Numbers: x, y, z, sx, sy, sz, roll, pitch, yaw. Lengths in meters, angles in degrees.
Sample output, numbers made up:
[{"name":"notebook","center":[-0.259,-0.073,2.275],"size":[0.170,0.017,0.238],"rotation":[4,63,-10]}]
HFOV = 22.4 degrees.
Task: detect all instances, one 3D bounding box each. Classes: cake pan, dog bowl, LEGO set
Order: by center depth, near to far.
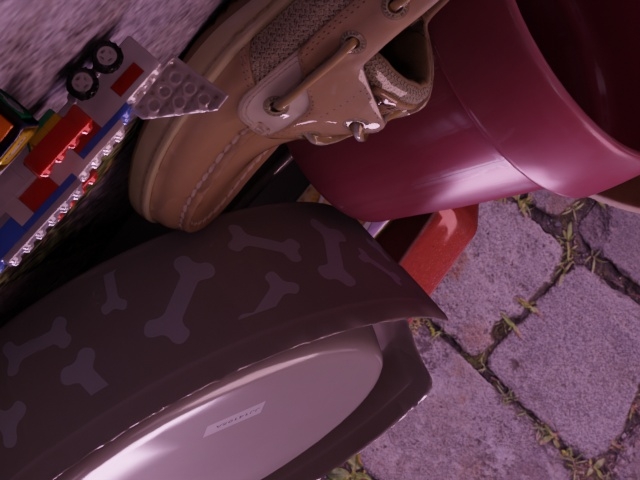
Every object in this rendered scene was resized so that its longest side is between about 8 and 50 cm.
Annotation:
[{"name":"LEGO set","center":[-0.137,0.017,0.610],"size":[0.244,0.060,0.182],"rotation":[-50,180,37]},{"name":"dog bowl","center":[-0.087,0.102,0.993],"size":[0.348,0.102,0.349],"rotation":[-27,161,-10]},{"name":"cake pan","center":[-0.065,-0.026,1.110],"size":[0.293,0.054,0.293],"rotation":[-47,177,-3]}]

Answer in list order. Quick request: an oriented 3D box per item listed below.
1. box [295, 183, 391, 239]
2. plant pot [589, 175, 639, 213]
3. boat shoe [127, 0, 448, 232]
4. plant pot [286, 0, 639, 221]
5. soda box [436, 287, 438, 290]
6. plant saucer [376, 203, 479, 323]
[{"name":"box","center":[0.000,0.000,1.238],"size":[0.324,0.067,0.063],"rotation":[-48,177,42]},{"name":"plant pot","center":[0.295,-0.236,1.381],"size":[0.305,0.334,0.334],"rotation":[-58,-179,-20]},{"name":"boat shoe","center":[0.007,-0.092,0.790],"size":[0.302,0.098,0.109],"rotation":[-49,177,35]},{"name":"plant pot","center":[0.079,-0.100,0.917],"size":[0.180,0.201,0.201],"rotation":[-25,-170,32]},{"name":"soda box","center":[-0.037,0.072,1.561],"size":[0.286,0.091,0.098],"rotation":[-29,169,20]},{"name":"plant saucer","center":[0.062,0.002,1.323],"size":[0.259,0.047,0.258],"rotation":[-56,-168,31]}]
